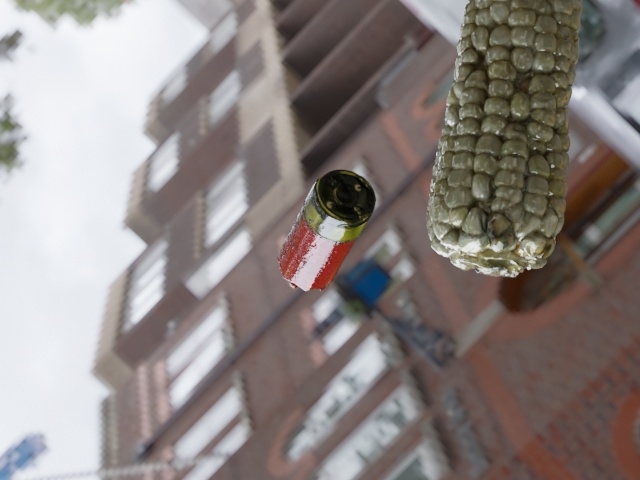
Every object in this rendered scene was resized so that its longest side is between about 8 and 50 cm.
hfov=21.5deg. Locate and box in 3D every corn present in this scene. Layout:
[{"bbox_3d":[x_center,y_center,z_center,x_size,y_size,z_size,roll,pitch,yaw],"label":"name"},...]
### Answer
[{"bbox_3d":[0.113,-0.082,1.018,0.087,0.211,0.087,7,173,1],"label":"corn"}]

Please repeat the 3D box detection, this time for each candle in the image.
[{"bbox_3d":[0.000,0.000,1.306,0.052,0.130,0.052,9,-125,-14],"label":"candle"}]
